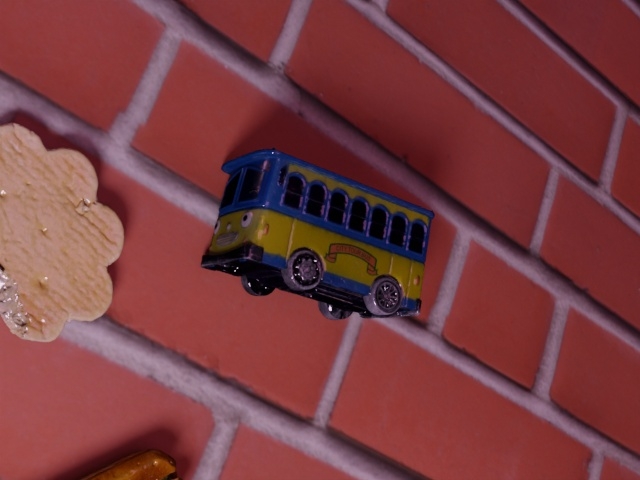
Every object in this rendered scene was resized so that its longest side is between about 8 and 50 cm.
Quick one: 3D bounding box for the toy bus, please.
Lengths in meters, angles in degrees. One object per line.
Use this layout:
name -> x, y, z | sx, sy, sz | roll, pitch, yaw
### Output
toy bus -> 0.000, 0.000, 1.238 | 0.287, 0.138, 0.175 | 19, 73, -31

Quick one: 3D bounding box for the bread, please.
bread -> -0.327, -0.015, 1.076 | 0.181, 0.039, 0.251 | -33, 102, -34

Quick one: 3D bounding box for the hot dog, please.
hot dog -> -0.264, 0.322, 1.053 | 0.249, 0.068, 0.100 | -21, 85, -37
